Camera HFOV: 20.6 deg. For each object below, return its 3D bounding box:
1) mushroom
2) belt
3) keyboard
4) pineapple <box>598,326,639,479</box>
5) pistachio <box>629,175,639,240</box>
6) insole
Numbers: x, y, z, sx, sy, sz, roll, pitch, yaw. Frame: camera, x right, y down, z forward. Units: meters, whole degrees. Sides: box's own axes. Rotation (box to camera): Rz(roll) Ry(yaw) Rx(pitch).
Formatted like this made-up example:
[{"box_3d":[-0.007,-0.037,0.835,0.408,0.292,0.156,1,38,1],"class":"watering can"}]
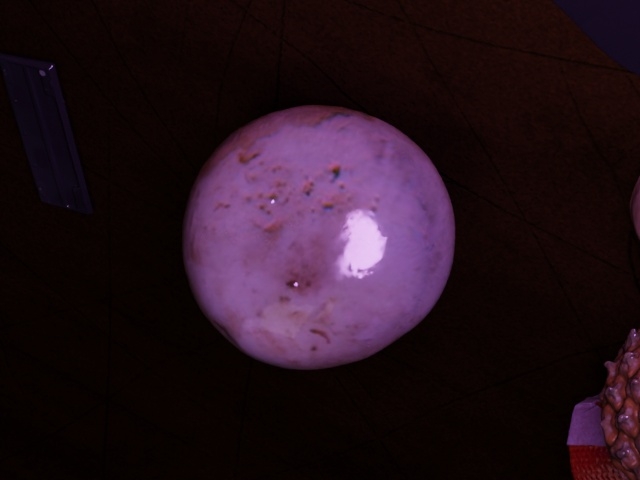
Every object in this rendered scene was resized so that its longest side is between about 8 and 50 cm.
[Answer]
[{"box_3d":[0.000,0.000,1.592,0.243,0.243,0.243,16,140,14],"class":"mushroom"},{"box_3d":[0.312,0.228,1.694,0.124,0.128,0.201,-6,131,34],"class":"belt"},{"box_3d":[-0.274,-0.104,1.764,0.067,0.011,0.202,13,139,20],"class":"keyboard"},{"box_3d":[0.374,0.109,1.431,0.202,0.202,0.362,32,154,-5],"class":"pineapple"},{"box_3d":[0.322,-0.031,1.423,0.126,0.108,0.185,55,144,-2],"class":"pistachio"},{"box_3d":[0.227,-0.185,1.387,0.232,0.003,0.080,36,140,-10],"class":"insole"}]
